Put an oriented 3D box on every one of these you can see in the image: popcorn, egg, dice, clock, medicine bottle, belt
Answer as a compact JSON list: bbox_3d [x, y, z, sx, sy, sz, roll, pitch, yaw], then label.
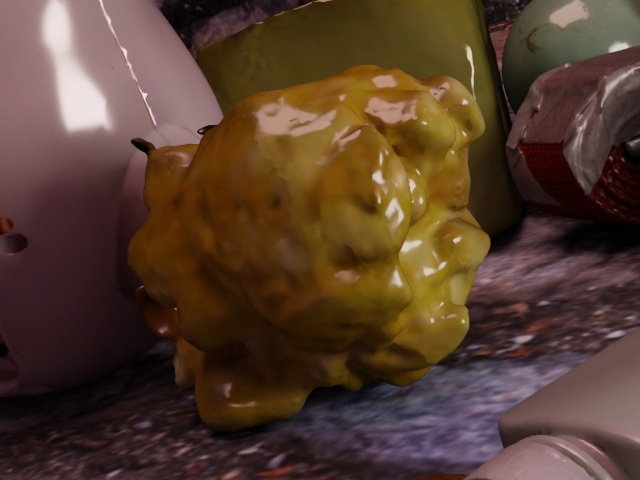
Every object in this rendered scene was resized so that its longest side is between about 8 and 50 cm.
[{"bbox_3d":[-0.001,0.004,0.810,0.253,0.191,0.190,-18,-5,32],"label":"popcorn"},{"bbox_3d":[0.251,-0.147,1.149,0.168,0.168,0.230,-6,-8,38],"label":"egg"},{"bbox_3d":[0.040,-0.103,1.124,0.233,0.227,0.238,-14,12,12],"label":"dice"},{"bbox_3d":[-0.244,-0.078,0.974,0.368,0.377,0.250,15,36,33],"label":"clock"},{"bbox_3d":[0.137,0.085,0.536,0.183,0.069,0.119,-23,15,-35],"label":"medicine bottle"},{"bbox_3d":[0.244,-0.081,1.000,0.200,0.128,0.124,-16,11,-20],"label":"belt"}]

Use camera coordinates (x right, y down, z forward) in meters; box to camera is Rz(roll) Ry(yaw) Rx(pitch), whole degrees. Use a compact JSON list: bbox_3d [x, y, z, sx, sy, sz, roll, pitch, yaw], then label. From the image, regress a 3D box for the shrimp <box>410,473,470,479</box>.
[{"bbox_3d":[0.038,0.130,0.573,0.114,0.023,0.083,-17,14,-24],"label":"shrimp"}]
